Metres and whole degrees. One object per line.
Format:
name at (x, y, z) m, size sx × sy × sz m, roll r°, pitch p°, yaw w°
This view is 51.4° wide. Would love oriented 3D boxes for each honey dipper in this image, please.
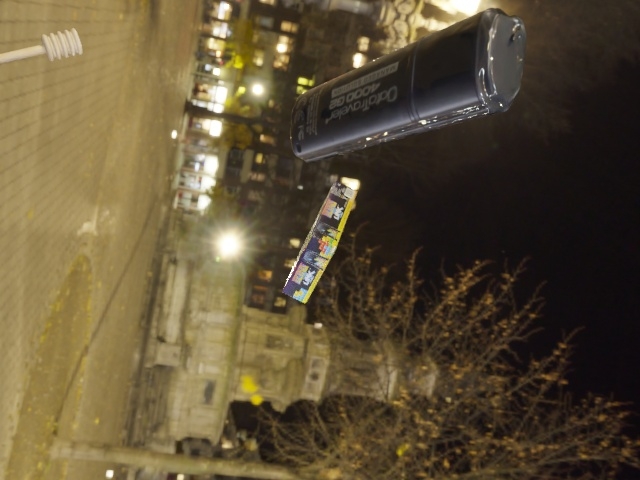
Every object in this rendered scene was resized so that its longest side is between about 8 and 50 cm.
honey dipper at (-0.343, -0.200, 0.723) m, size 0.030 × 0.160 × 0.030 m, roll 47°, pitch -32°, yaw 42°

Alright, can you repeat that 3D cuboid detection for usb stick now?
usb stick at (0.056, -0.119, 0.561) m, size 0.278 × 0.045 × 0.077 m, roll -4°, pitch -101°, yaw 58°

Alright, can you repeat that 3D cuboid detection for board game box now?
board game box at (0.000, 0.000, 1.130) m, size 0.141 × 0.048 × 0.170 m, roll -61°, pitch -176°, yaw 38°
